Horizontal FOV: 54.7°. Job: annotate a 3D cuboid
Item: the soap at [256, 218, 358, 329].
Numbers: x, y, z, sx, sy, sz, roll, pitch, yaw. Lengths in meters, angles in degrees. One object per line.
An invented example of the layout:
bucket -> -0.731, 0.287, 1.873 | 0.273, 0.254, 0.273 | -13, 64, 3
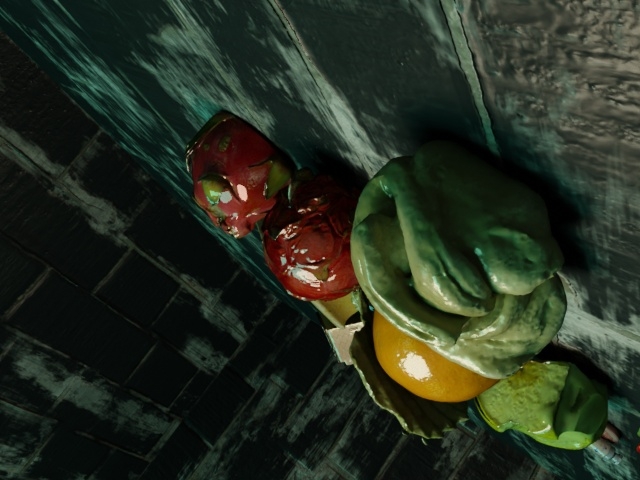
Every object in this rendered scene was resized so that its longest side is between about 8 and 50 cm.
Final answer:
soap -> -0.014, 0.056, 1.757 | 0.335, 0.156, 0.293 | 49, -171, -36

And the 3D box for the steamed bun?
steamed bun -> 0.206, 0.048, 0.965 | 0.324, 0.230, 0.372 | 8, 134, 29

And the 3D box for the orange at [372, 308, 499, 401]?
orange -> 0.256, 0.172, 1.262 | 0.312, 0.312, 0.312 | 35, 167, 9

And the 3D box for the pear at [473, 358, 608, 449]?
pear -> 0.528, 0.392, 1.456 | 0.282, 0.176, 0.286 | 29, 160, -34

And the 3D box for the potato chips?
potato chips -> 0.190, 0.290, 1.447 | 0.389, 0.097, 0.373 | 44, -163, -18

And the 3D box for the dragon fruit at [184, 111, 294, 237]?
dragon fruit -> -0.226, -0.152, 1.585 | 0.305, 0.226, 0.305 | 37, 170, 8

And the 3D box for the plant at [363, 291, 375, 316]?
plant -> 0.190, 0.135, 1.635 | 0.142, 0.164, 0.256 | 28, 152, 25

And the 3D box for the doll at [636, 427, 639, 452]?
doll -> 0.781, 0.459, 1.163 | 0.363, 0.160, 0.182 | 30, 164, 30

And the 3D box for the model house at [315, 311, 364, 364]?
model house -> 0.101, 0.246, 1.866 | 0.326, 0.244, 0.169 | 2, 121, 48

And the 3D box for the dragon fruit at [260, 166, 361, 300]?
dragon fruit -> 0.000, 0.000, 1.394 | 0.277, 0.277, 0.342 | 26, 144, 41

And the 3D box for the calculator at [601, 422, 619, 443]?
calculator -> 0.726, 0.514, 1.787 | 0.220, 0.048, 0.330 | 37, 165, 8

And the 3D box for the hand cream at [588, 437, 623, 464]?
hand cream -> 0.741, 0.546, 1.694 | 0.170, 0.043, 0.065 | 36, 147, 17
